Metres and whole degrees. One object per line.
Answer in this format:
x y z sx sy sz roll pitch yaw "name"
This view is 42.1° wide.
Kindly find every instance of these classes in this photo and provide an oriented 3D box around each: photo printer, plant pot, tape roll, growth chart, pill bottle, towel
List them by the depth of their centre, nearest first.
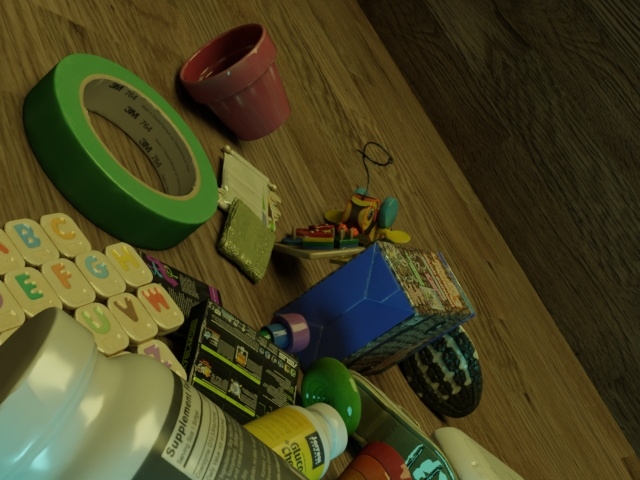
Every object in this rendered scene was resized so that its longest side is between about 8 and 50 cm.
-0.165 0.239 0.784 0.363 0.210 0.210 43 23 -22 "pill bottle"
-0.053 0.266 1.031 0.184 0.103 0.103 -16 70 -46 "pill bottle"
-0.296 -0.137 1.274 0.321 0.077 0.321 44 23 -24 "tape roll"
-0.128 -0.001 1.459 0.110 0.027 0.148 45 30 -24 "towel"
0.311 0.475 1.473 0.307 0.107 0.256 41 9 -37 "photo printer"
-0.138 -0.089 1.598 0.172 0.021 0.237 44 23 -24 "growth chart"
-0.158 -0.311 1.695 0.180 0.201 0.201 58 15 -35 "plant pot"

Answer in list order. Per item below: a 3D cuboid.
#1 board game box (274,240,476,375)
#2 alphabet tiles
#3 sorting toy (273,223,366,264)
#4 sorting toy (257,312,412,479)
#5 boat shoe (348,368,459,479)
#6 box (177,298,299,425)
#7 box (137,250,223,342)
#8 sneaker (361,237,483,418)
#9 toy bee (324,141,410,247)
0.105 0.129 1.476 0.291 0.232 0.141 9 49 -60 "board game box"
-0.283 0.081 0.989 0.278 0.021 0.284 51 27 10 "alphabet tiles"
0.000 0.000 1.532 0.132 0.274 0.046 -5 102 -37 "sorting toy"
-0.012 0.267 1.232 0.126 0.127 0.366 -10 55 -39 "sorting toy"
0.128 0.332 1.362 0.302 0.113 0.103 52 8 5 "boat shoe"
-0.112 0.202 1.124 0.190 0.045 0.184 39 42 -32 "box"
-0.199 0.093 1.185 0.162 0.029 0.116 34 28 -43 "box"
0.223 0.182 1.783 0.410 0.158 0.182 61 11 11 "sneaker"
0.086 -0.050 1.825 0.162 0.195 0.298 -55 131 -30 "toy bee"
